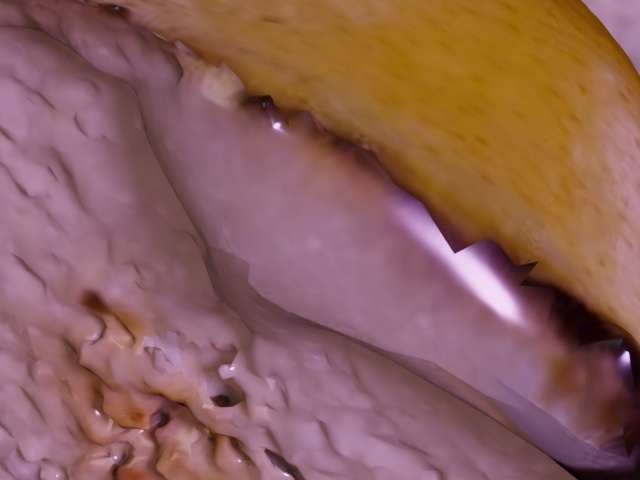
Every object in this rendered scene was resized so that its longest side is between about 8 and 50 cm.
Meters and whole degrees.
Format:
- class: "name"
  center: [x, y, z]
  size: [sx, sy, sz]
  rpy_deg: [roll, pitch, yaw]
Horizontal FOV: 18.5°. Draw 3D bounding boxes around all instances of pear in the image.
- class: "pear"
  center: [-0.002, -0.001, 0.473]
  size: [0.267, 0.267, 0.178]
  rpy_deg: [4, 45, 36]
